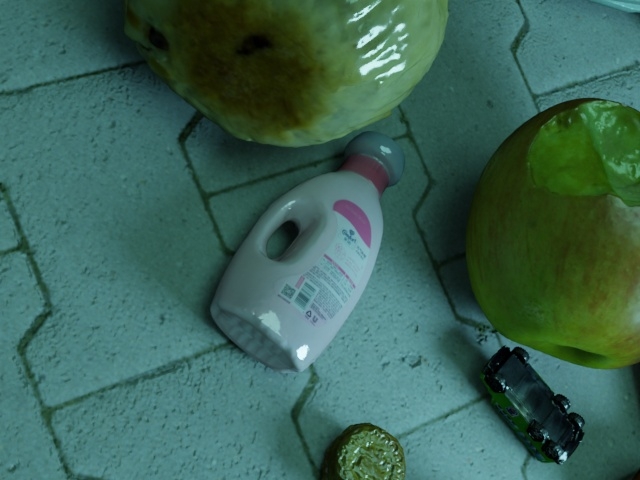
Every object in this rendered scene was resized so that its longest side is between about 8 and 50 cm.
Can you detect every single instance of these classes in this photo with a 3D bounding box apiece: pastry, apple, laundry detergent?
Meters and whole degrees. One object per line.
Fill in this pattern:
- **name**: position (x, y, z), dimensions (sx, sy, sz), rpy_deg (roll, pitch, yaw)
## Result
- **pastry**: position (0.053, 0.273, 1.594), dimensions (0.097, 0.057, 0.109), rpy_deg (5, 70, -26)
- **apple**: position (0.347, 0.001, 1.695), dimensions (0.340, 0.339, 0.339), rpy_deg (10, 69, -27)
- **pastry**: position (-0.036, -0.307, 1.562), dimensions (0.388, 0.388, 0.312), rpy_deg (40, 55, -12)
- **laundry detergent**: position (0.000, 0.000, 1.642), dimensions (0.159, 0.088, 0.335), rpy_deg (40, 57, -12)

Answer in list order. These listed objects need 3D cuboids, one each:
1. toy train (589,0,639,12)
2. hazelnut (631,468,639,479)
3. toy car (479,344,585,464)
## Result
- **toy train**: position (0.424, -0.404, 2.017), dimensions (0.407, 0.086, 0.088), rpy_deg (10, 97, -26)
- **hazelnut**: position (0.485, 0.365, 1.747), dimensions (0.182, 0.182, 0.182), rpy_deg (10, 69, -27)
- **toy car**: position (0.270, 0.214, 1.734), dimensions (0.165, 0.062, 0.071), rpy_deg (50, 56, -6)
